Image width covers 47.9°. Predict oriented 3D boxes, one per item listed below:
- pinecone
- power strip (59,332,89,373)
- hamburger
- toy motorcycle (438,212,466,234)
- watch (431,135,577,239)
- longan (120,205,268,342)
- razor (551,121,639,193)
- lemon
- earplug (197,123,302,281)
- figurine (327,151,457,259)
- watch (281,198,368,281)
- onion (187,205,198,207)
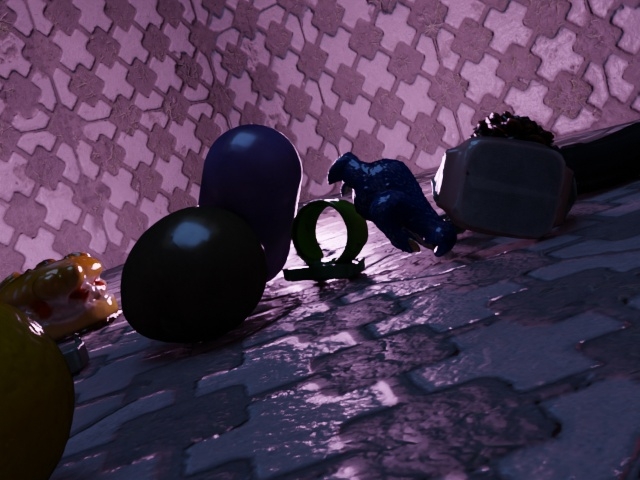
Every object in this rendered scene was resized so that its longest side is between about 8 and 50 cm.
[{"bbox_3d":[0.461,-0.208,1.762,0.222,0.221,0.221,-17,7,2],"label":"pinecone"},{"bbox_3d":[-0.507,0.225,1.205,0.216,0.061,0.145,-19,6,-10],"label":"power strip"},{"bbox_3d":[-0.617,0.134,1.681,0.261,0.186,0.303,-20,10,-17],"label":"hamburger"},{"bbox_3d":[0.295,-0.049,1.437,0.190,0.074,0.106,-21,-1,-26],"label":"toy motorcycle"},{"bbox_3d":[0.319,-0.096,1.266,0.254,0.161,0.241,11,8,-3],"label":"watch"},{"bbox_3d":[-0.206,0.060,1.168,0.248,0.248,0.248,-17,7,2],"label":"longan"},{"bbox_3d":[0.565,-0.163,1.509,0.327,0.107,0.189,-17,6,-11],"label":"razor"},{"bbox_3d":[-0.343,0.161,0.637,0.229,0.228,0.253,-16,3,7],"label":"lemon"},{"bbox_3d":[-0.139,-0.070,1.384,0.215,0.215,0.456,-19,-16,-15],"label":"earplug"},{"bbox_3d":[0.139,-0.066,1.264,0.120,0.262,0.164,-56,-7,15],"label":"figurine"},{"bbox_3d":[0.000,0.000,1.345,0.165,0.151,0.131,-3,4,36],"label":"watch"},{"bbox_3d":[-0.245,0.007,1.701,0.281,0.221,0.281,-31,-18,-11],"label":"onion"}]
